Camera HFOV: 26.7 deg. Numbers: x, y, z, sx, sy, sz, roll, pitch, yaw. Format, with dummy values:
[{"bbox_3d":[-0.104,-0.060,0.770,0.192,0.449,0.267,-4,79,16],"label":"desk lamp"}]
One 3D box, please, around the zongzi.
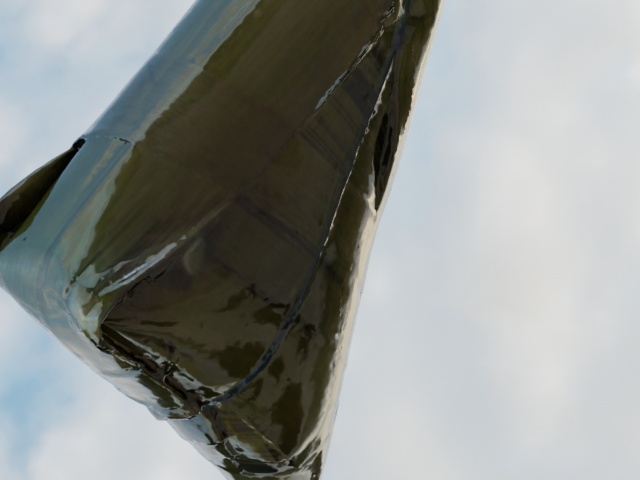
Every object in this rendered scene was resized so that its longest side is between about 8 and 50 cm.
[{"bbox_3d":[0.000,0.000,0.699,0.260,0.123,0.289,-53,-44,-11],"label":"zongzi"}]
